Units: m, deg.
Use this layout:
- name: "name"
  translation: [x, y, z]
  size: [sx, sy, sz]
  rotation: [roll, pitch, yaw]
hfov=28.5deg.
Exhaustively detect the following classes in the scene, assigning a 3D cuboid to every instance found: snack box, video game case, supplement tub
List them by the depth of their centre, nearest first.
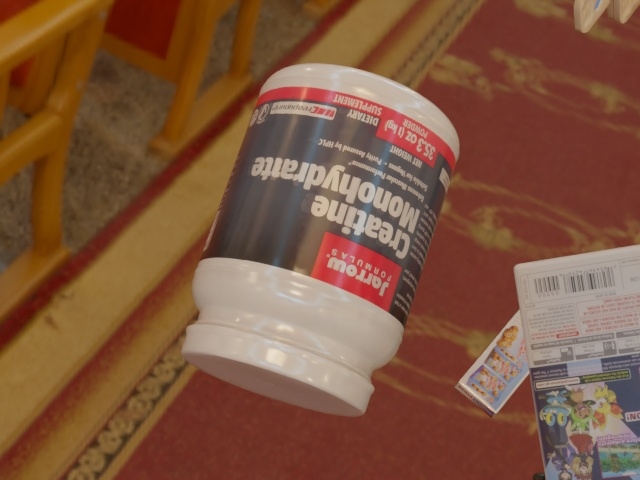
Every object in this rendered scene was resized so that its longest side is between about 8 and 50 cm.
- name: "video game case"
  translation: [0.254, 0.092, 0.925]
  size: [0.201, 0.183, 0.023]
  rotation: [-10, -7, 19]
- name: "supplement tub"
  translation: [0.000, 0.000, 1.113]
  size: [0.191, 0.191, 0.272]
  rotation: [19, 75, -2]
- name: "snack box"
  translation: [0.255, 0.150, 1.665]
  size: [0.064, 0.022, 0.178]
  rotation: [40, 63, 9]

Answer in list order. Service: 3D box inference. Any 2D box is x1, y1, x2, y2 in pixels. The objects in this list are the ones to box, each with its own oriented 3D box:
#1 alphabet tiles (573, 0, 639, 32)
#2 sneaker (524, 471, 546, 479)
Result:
- name: "alphabet tiles"
  translation: [0.300, -0.336, 1.156]
  size: [0.021, 0.284, 0.278]
  rotation: [28, 68, 28]
- name: "sneaker"
  translation: [0.374, 0.285, 1.561]
  size: [0.134, 0.343, 0.146]
  rotation: [52, 5, 40]
